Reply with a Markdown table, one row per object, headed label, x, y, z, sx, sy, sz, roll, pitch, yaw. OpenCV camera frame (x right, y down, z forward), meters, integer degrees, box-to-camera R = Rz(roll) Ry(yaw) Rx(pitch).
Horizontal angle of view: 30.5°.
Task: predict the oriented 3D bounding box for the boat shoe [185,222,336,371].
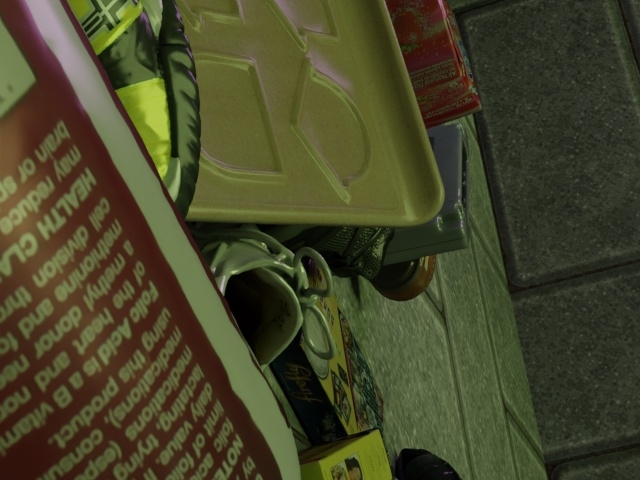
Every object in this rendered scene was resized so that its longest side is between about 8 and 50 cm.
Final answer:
| label | x | y | z | sx | sy | sz | roll | pitch | yaw |
| --- | --- | --- | --- | --- | --- | --- | --- | --- | --- |
| boat shoe | -0.057 | 0.056 | 0.906 | 0.367 | 0.157 | 0.135 | -64 | 137 | -68 |

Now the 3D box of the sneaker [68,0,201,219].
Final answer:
| label | x | y | z | sx | sy | sz | roll | pitch | yaw |
| --- | --- | --- | --- | --- | --- | --- | --- | --- | --- |
| sneaker | -0.188 | -0.163 | 0.765 | 0.147 | 0.145 | 0.384 | -10 | 85 | -49 |

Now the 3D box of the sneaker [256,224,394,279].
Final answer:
| label | x | y | z | sx | sy | sz | roll | pitch | yaw |
| --- | --- | --- | --- | --- | --- | --- | --- | --- | --- |
| sneaker | 0.000 | 0.000 | 1.195 | 0.228 | 0.087 | 0.130 | -29 | 119 | -44 |

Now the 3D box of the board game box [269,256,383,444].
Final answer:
| label | x | y | z | sx | sy | sz | roll | pitch | yaw |
| --- | --- | --- | --- | --- | --- | --- | --- | --- | --- |
| board game box | 0.010 | 0.151 | 1.283 | 0.165 | 0.042 | 0.243 | -84 | 154 | -54 |

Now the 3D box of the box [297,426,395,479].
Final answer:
| label | x | y | z | sx | sy | sz | roll | pitch | yaw |
| --- | --- | --- | --- | --- | --- | --- | --- | --- | --- |
| box | 0.000 | 0.224 | 1.094 | 0.232 | 0.087 | 0.058 | 3 | 70 | -73 |

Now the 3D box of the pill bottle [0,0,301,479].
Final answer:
| label | x | y | z | sx | sy | sz | roll | pitch | yaw |
| --- | --- | --- | --- | --- | --- | --- | --- | --- | --- |
| pill bottle | -0.143 | 0.063 | 0.456 | 0.224 | 0.224 | 0.392 | -82 | 152 | -57 |

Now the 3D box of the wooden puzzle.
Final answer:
| label | x | y | z | sx | sy | sz | roll | pitch | yaw |
| --- | --- | --- | --- | --- | --- | --- | --- | --- | --- |
| wooden puzzle | -0.071 | -0.155 | 1.005 | 0.348 | 0.080 | 0.322 | -1 | 69 | -43 |

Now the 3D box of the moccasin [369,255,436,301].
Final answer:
| label | x | y | z | sx | sy | sz | roll | pitch | yaw |
| --- | --- | --- | --- | --- | --- | --- | --- | --- | --- |
| moccasin | 0.107 | -0.055 | 1.697 | 0.147 | 0.139 | 0.380 | 51 | 17 | -38 |

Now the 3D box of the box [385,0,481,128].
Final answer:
| label | x | y | z | sx | sy | sz | roll | pitch | yaw |
| --- | --- | --- | --- | --- | --- | --- | --- | --- | --- |
| box | 0.025 | -0.165 | 1.233 | 0.128 | 0.257 | 0.122 | 30 | 44 | -70 |

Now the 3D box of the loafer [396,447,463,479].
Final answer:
| label | x | y | z | sx | sy | sz | roll | pitch | yaw |
| --- | --- | --- | --- | --- | --- | --- | --- | --- | --- |
| loafer | 0.136 | 0.308 | 1.462 | 0.078 | 0.076 | 0.223 | 54 | -5 | -5 |

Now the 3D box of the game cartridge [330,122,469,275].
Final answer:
| label | x | y | z | sx | sy | sz | roll | pitch | yaw |
| --- | --- | --- | --- | --- | --- | --- | --- | --- | --- |
| game cartridge | 0.086 | -0.056 | 1.459 | 0.297 | 0.198 | 0.062 | -76 | 147 | -60 |

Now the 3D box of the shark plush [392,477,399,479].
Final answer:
| label | x | y | z | sx | sy | sz | roll | pitch | yaw |
| --- | --- | --- | --- | --- | --- | --- | --- | --- | --- |
| shark plush | 0.126 | 0.347 | 1.346 | 0.161 | 0.067 | 0.073 | 39 | 9 | 25 |
